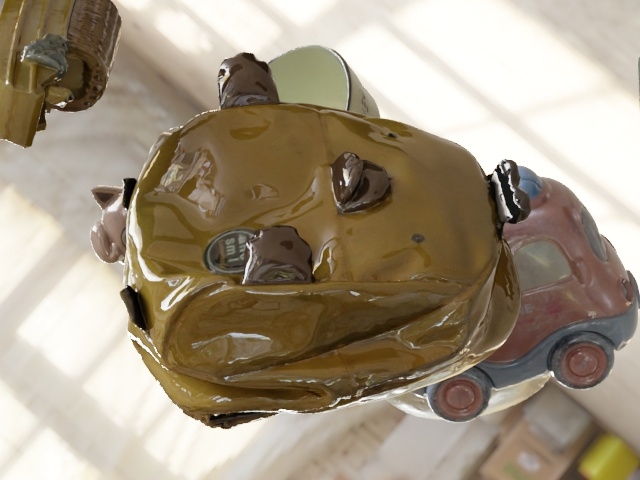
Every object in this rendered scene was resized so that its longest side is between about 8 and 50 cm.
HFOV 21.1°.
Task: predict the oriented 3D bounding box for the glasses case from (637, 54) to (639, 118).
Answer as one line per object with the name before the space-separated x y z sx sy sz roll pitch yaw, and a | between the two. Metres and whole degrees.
glasses case | 0.371 -0.129 1.800 0.039 0.184 0.078 13 152 -20

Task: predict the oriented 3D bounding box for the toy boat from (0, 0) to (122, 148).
toy boat | -0.249 -0.181 1.619 0.115 0.089 0.310 13 -153 -10

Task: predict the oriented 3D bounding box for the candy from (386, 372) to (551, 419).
candy | 0.177 0.141 2.214 0.295 0.185 0.295 4 179 0

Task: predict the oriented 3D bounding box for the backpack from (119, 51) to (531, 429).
backpack | 0.000 0.003 1.604 0.201 0.378 0.353 87 173 -47

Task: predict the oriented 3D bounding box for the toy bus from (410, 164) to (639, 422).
toy bus | 0.190 0.040 1.876 0.197 0.294 0.232 -88 -19 -66

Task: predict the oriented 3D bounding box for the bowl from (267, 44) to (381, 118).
bowl | -0.011 -0.117 2.181 0.126 0.238 0.237 30 180 -37

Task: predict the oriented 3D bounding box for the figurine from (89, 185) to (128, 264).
figurine | -0.233 -0.015 2.261 0.138 0.125 0.125 11 166 9
